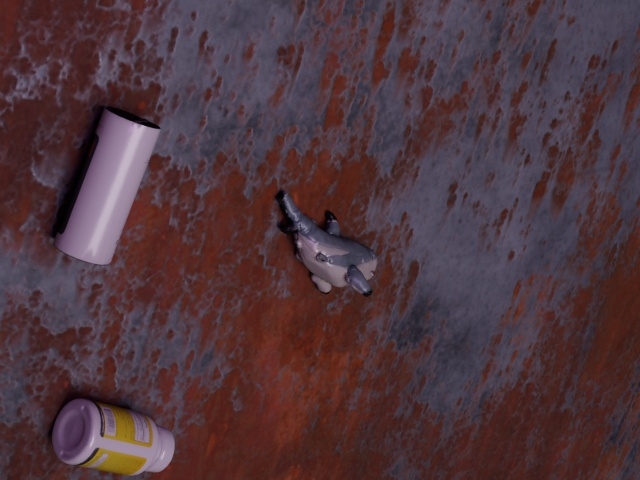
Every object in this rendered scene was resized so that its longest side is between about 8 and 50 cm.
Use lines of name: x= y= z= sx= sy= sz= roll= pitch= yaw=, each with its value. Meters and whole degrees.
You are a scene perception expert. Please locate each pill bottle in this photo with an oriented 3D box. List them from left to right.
pill bottle: x=-0.202 y=0.198 z=1.247 sx=0.116 sy=0.065 sz=0.065 roll=25 pitch=95 yaw=-46

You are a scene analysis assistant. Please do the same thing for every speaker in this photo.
speaker: x=-0.191 y=-0.050 z=1.130 sx=0.055 sy=0.055 sz=0.136 roll=13 pitch=104 yaw=-45

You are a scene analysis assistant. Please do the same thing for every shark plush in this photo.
shark plush: x=0.000 y=0.000 z=1.351 sx=0.161 sy=0.073 sz=0.067 roll=38 pitch=65 yaw=-26
